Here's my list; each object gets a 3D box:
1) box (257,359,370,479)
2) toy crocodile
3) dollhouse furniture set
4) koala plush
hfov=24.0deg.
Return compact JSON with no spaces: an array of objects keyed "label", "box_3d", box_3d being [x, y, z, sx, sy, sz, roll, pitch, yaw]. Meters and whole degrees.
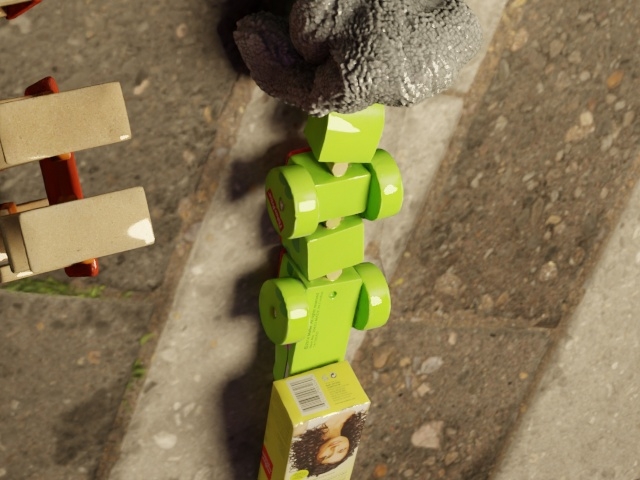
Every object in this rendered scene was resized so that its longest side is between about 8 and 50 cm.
[{"label":"box","box_3d":[-0.013,0.219,1.530,0.087,0.058,0.232,-16,145,-19]},{"label":"toy crocodile","box_3d":[0.000,0.000,1.415,0.115,0.105,0.341,-13,131,-23]},{"label":"dollhouse furniture set","box_3d":[-0.209,-0.098,1.132,0.135,0.262,0.259,-14,95,-24]},{"label":"koala plush","box_3d":[0.022,-0.230,1.219,0.196,0.203,0.221,-28,119,-12]}]
